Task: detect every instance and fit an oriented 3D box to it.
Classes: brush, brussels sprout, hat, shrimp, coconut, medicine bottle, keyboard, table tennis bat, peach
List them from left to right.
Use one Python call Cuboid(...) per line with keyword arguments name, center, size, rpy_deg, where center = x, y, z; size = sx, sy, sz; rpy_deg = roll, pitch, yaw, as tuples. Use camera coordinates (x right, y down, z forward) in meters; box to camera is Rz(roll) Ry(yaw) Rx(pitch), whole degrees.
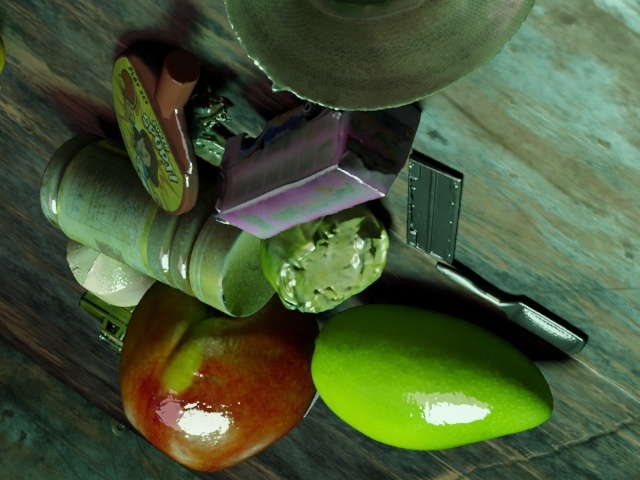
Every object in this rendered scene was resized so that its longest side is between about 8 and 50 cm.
Cuboid(name="coconut", center=(-0.309, 0.021, 1.934), size=(0.147, 0.147, 0.152), rpy_deg=(29, 167, 15))
Cuboid(name="table tennis bat", center=(-0.182, -0.139, 1.461), size=(0.200, 0.038, 0.310), rpy_deg=(64, 160, 8))
Cuboid(name="medicine bottle", center=(-0.207, -0.028, 1.675), size=(0.322, 0.151, 0.151), rpy_deg=(23, 156, 27))
Cuboid(name="peach", center=(-0.144, 0.180, 1.809), size=(0.308, 0.308, 0.332), rpy_deg=(31, 142, 9))
Cuboid(name="shrimp", center=(-0.110, -0.121, 1.490), size=(0.150, 0.051, 0.217), rpy_deg=(35, 166, -9))
Cuboid(name="brussels sprout", center=(-0.004, -0.001, 1.483), size=(0.149, 0.151, 0.122), rpy_deg=(22, -153, -52))
Cuboid(name="hat", center=(0.038, -0.227, 0.946), size=(0.252, 0.252, 0.110), rpy_deg=(55, -167, -41))
Cuboid(name="keyboard", center=(0.121, -0.031, 1.387), size=(0.064, 0.010, 0.198), rpy_deg=(27, 157, 15))
Cuboid(name="brush", center=(0.217, 0.077, 1.465), size=(0.193, 0.016, 0.063), rpy_deg=(32, 157, 6))

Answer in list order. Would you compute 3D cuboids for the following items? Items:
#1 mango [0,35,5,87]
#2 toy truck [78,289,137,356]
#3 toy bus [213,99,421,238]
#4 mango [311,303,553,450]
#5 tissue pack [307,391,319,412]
Cuboid(name="mango", center=(-0.526, -0.294, 1.642), size=(0.317, 0.119, 0.176), rpy_deg=(43, 161, 4))
Cuboid(name="toy truck", center=(-0.321, 0.162, 2.276), size=(0.257, 0.127, 0.127), rpy_deg=(38, 160, 0))
Cuboid(name="toy bus", center=(-0.017, -0.082, 1.316), size=(0.090, 0.112, 0.274), rpy_deg=(27, 157, -25))
Cuboid(name="mango", center=(0.137, 0.177, 1.592), size=(0.343, 0.156, 0.192), rpy_deg=(7, 129, 43))
Cuboid(name="tissue pack", center=(-0.121, 0.187, 2.078), size=(0.246, 0.092, 0.148), rpy_deg=(40, 157, -11))
